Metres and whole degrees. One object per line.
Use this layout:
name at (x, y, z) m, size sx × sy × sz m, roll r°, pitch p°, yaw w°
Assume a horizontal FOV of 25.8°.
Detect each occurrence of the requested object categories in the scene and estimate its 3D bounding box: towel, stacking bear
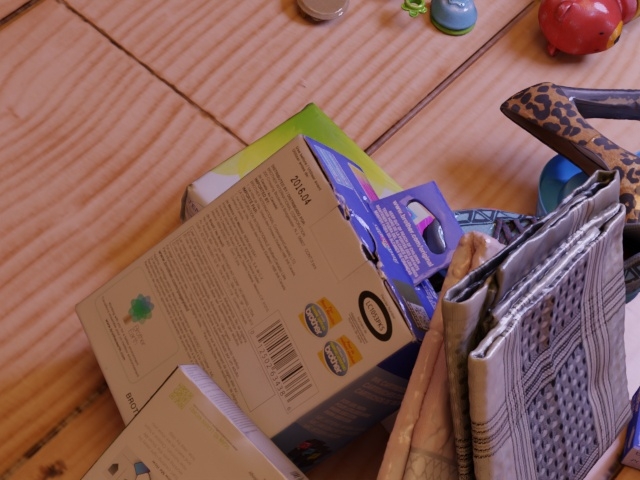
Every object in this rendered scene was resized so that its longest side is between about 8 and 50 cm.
towel at (0.229, 0.127, 1.368) m, size 0.056 × 0.324 × 0.312 m, roll 14°, pitch 34°, yaw 37°
towel at (0.184, 0.188, 1.423) m, size 0.053 × 0.332 × 0.317 m, roll 12°, pitch 77°, yaw 36°
stacking bear at (0.424, -0.375, 1.997) m, size 0.164 × 0.175 × 0.289 m, roll 38°, pitch 65°, yaw 12°

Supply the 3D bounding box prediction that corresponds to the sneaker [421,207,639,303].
sneaker at (0.242, -0.004, 1.508) m, size 0.262 × 0.125 × 0.104 m, roll 6°, pitch 62°, yaw -10°

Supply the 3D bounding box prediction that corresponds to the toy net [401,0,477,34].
toy net at (0.156, -0.398, 2.024) m, size 0.122 × 0.045 × 0.232 m, roll -1°, pitch 55°, yaw -10°

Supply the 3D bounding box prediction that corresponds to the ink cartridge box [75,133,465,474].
ink cartridge box at (-0.031, 0.080, 1.468) m, size 0.395 × 0.151 × 0.270 m, roll -37°, pitch 63°, yaw 18°

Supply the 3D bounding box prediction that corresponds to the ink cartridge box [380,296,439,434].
ink cartridge box at (0.175, 0.121, 1.598) m, size 0.237 × 0.172 × 0.100 m, roll -28°, pitch 67°, yaw -26°

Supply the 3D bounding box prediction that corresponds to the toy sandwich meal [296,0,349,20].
toy sandwich meal at (0.001, -0.339, 1.962) m, size 0.085 × 0.029 × 0.085 m, roll 5°, pitch 60°, yaw -9°

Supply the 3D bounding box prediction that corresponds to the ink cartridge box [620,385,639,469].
ink cartridge box at (0.466, 0.248, 1.648) m, size 0.207 × 0.046 × 0.097 m, roll 18°, pitch 54°, yaw 2°

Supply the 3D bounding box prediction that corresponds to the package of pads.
package of pads at (0.000, 0.000, 1.688) m, size 0.229 × 0.101 × 0.296 m, roll -35°, pitch 70°, yaw -30°

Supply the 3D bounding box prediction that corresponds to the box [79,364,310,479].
box at (-0.154, 0.315, 1.363) m, size 0.232 × 0.058 × 0.322 m, roll 44°, pitch 98°, yaw 18°

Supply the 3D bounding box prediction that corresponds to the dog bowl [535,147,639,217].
dog bowl at (0.414, -0.046, 1.818) m, size 0.297 × 0.074 × 0.166 m, roll -12°, pitch 59°, yaw -17°

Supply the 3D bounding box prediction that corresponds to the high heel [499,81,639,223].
high heel at (0.317, -0.083, 1.740) m, size 0.186 × 0.093 × 0.261 m, roll 1°, pitch 59°, yaw 4°

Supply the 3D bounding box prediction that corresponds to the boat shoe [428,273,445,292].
boat shoe at (0.108, 0.033, 1.586) m, size 0.223 × 0.073 × 0.080 m, roll -17°, pitch 66°, yaw -9°
